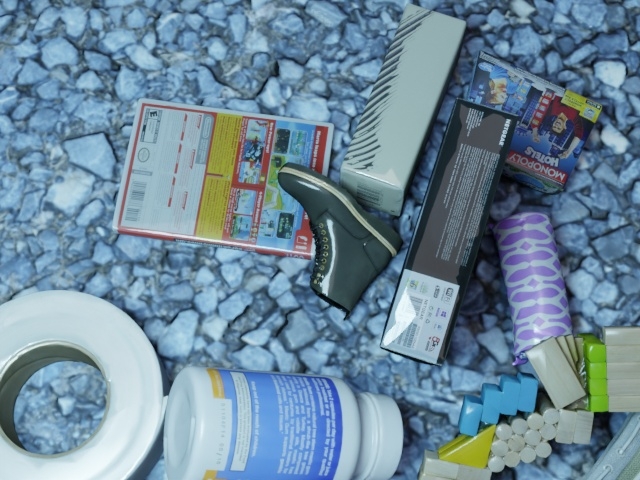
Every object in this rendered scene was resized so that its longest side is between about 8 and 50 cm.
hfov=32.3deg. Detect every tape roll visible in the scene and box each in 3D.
[{"bbox_3d":[-0.333,0.211,1.414,0.286,0.100,0.286,0,71,-1],"label":"tape roll"}]

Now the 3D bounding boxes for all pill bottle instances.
[{"bbox_3d":[-0.043,0.237,1.353,0.272,0.152,0.152,8,70,-22],"label":"pill bottle"}]

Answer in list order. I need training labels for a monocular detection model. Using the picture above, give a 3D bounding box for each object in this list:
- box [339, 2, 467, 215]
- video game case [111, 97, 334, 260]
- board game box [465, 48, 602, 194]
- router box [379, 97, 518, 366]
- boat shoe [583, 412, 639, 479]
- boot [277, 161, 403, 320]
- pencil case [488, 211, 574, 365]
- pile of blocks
[{"bbox_3d":[0.116,-0.183,1.549,0.094,0.113,0.275,19,71,7],"label":"box"},{"bbox_3d":[-0.134,-0.088,1.557,0.285,0.025,0.204,8,71,2],"label":"video game case"},{"bbox_3d":[0.268,-0.142,1.563,0.194,0.060,0.194,27,74,8],"label":"board game box"},{"bbox_3d":[0.155,0.001,1.385,0.081,0.243,0.309,17,86,5],"label":"router box"},{"bbox_3d":[0.337,0.316,1.384,0.320,0.118,0.103,-35,69,-16],"label":"boat shoe"},{"bbox_3d":[0.000,0.000,1.483,0.198,0.077,0.137,35,76,-6],"label":"boot"},{"bbox_3d":[0.284,0.064,1.485,0.086,0.088,0.206,10,66,-37],"label":"pencil case"},{"bbox_3d":[0.274,0.199,1.399,0.362,0.112,0.149,-27,94,4],"label":"pile of blocks"}]
